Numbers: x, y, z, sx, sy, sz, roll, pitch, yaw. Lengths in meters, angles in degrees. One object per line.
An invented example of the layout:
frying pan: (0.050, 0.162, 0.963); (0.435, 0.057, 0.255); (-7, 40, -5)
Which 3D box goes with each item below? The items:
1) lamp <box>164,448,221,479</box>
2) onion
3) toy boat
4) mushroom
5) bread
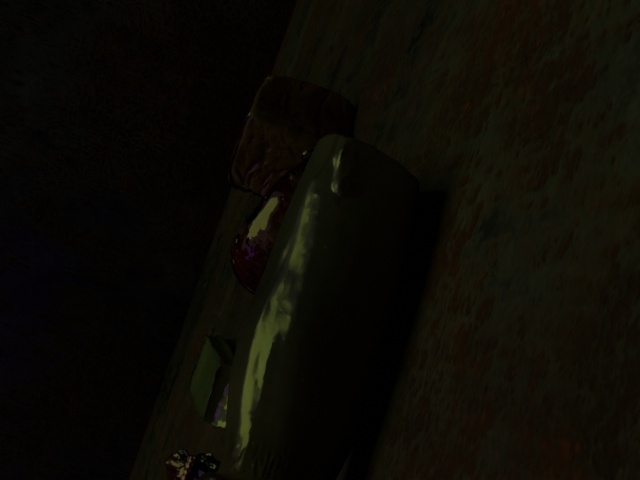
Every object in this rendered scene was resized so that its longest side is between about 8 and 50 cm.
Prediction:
lamp: (-0.180, 0.389, 1.655); (0.118, 0.118, 0.253); (-167, 98, -81)
onion: (0.000, 0.000, 1.366); (0.184, 0.147, 0.184); (-40, -15, -13)
toy boat: (-0.134, 0.200, 1.879); (0.276, 0.084, 0.111); (-126, 54, -78)
mushroom: (0.001, 0.071, 1.154); (0.154, 0.137, 0.407); (-29, 43, 55)
bread: (-0.043, -0.132, 1.859); (0.149, 0.143, 0.158); (-70, 5, -50)
